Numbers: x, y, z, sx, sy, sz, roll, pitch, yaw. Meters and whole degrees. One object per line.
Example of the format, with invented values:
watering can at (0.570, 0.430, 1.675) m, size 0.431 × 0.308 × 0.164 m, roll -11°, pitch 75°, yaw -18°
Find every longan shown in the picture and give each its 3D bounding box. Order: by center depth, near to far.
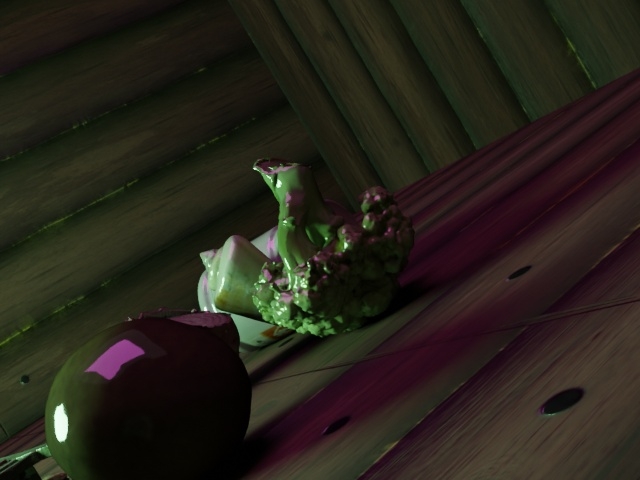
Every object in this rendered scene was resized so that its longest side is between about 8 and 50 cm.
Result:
longan at (-0.199, 0.198, 1.008) m, size 0.248 × 0.248 × 0.248 m, roll -31°, pitch 3°, yaw 2°

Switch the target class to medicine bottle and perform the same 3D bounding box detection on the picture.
medicine bottle at (-0.067, 0.075, 1.698) m, size 0.316 × 0.202 × 0.202 m, roll -29°, pitch 4°, yaw 29°

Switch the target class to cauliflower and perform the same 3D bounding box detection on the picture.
cauliflower at (0.020, 0.012, 1.357) m, size 0.260 × 0.281 × 0.327 m, roll 1°, pitch 26°, yaw 23°

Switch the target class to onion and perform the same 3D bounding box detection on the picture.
onion at (-0.241, 0.209, 1.452) m, size 0.200 × 0.200 × 0.207 m, roll -29°, pitch -19°, yaw 35°

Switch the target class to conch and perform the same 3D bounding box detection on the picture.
conch at (-0.109, 0.100, 1.512) m, size 0.127 × 0.255 × 0.158 m, roll -49°, pitch -8°, yaw -10°

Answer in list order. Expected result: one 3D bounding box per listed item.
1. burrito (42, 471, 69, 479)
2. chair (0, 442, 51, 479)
burrito at (-0.503, 0.450, 1.485) m, size 0.051 × 0.042 × 0.171 m, roll -41°, pitch -2°, yaw 20°
chair at (-0.403, 0.359, 1.096) m, size 0.147 × 0.136 × 0.270 m, roll -33°, pitch 5°, yaw -43°
